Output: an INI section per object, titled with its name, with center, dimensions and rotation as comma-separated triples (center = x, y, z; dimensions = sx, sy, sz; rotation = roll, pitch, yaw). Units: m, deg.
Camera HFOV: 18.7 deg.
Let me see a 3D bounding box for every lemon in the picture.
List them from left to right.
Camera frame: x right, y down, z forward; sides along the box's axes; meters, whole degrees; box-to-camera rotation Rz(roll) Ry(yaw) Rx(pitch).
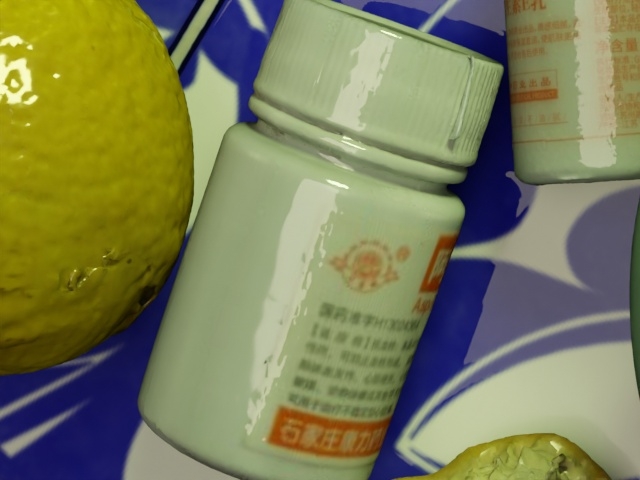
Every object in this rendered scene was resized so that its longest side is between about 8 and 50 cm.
[lemon]
center = -0.182, -0.051, 1.069
dimensions = 0.228, 0.228, 0.253
rotation = 1, 83, 17

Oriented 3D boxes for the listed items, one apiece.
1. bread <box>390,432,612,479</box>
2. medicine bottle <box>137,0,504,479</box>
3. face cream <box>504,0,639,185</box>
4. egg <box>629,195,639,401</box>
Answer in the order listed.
[bread]
center = 0.066, 0.216, 1.064
dimensions = 0.245, 0.121, 0.174
rotation = -29, 93, 13
[medicine bottle]
center = 0.000, 0.000, 1.059
dimensions = 0.145, 0.144, 0.252
rotation = 20, 101, 15
[face cream]
center = 0.144, -0.157, 1.026
dimensions = 0.101, 0.101, 0.251
rotation = -3, 93, 18
[egg]
center = 0.287, 0.058, 0.902
dimensions = 0.276, 0.276, 0.388
rotation = -14, 87, 18
